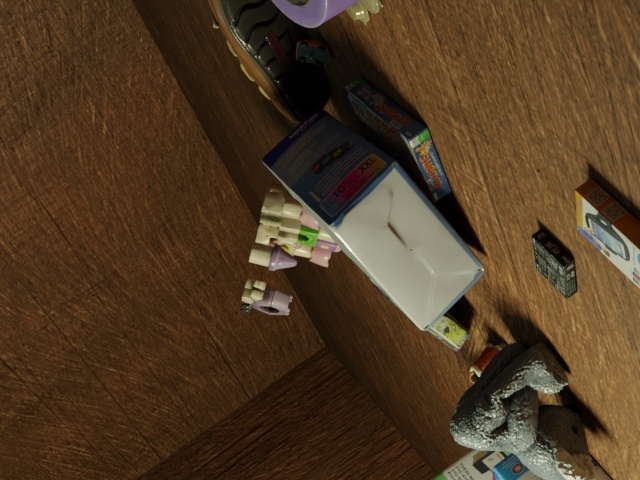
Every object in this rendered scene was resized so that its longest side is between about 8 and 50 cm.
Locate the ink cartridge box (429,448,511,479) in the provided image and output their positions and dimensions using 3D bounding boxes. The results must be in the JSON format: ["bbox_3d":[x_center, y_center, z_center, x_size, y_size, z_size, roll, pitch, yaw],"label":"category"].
[{"bbox_3d":[0.344,0.482,2.159,0.201,0.278,0.117,53,168,18],"label":"ink cartridge box"}]

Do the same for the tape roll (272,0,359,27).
[{"bbox_3d":[-0.021,-0.377,1.475,0.189,0.080,0.189,47,160,23],"label":"tape roll"}]

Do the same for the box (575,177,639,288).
[{"bbox_3d":[0.331,0.002,1.246,0.136,0.028,0.081,52,171,35],"label":"box"}]

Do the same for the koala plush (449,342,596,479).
[{"bbox_3d":[0.346,0.308,1.860,0.221,0.203,0.196,44,173,-4],"label":"koala plush"}]

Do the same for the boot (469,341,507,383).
[{"bbox_3d":[0.302,0.230,2.087,0.059,0.084,0.158,52,173,9],"label":"boot"}]

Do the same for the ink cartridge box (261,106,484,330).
[{"bbox_3d":[0.068,-0.056,1.905,0.270,0.151,0.395,48,177,-30],"label":"ink cartridge box"}]

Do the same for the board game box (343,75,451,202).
[{"bbox_3d":[0.119,-0.159,1.780,0.201,0.035,0.136,46,167,48],"label":"board game box"}]

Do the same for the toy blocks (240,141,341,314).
[{"bbox_3d":[0.000,0.000,2.350,0.260,0.309,0.288,14,160,-2],"label":"toy blocks"}]

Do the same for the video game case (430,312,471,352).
[{"bbox_3d":[0.192,0.134,2.186,0.210,0.042,0.232,38,178,8],"label":"video game case"}]

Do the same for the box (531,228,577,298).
[{"bbox_3d":[0.309,0.031,1.509,0.067,0.018,0.083,49,169,36],"label":"box"}]

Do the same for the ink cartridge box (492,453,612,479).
[{"bbox_3d":[0.423,0.441,1.992,0.203,0.148,0.086,50,169,34],"label":"ink cartridge box"}]

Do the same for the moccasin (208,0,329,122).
[{"bbox_3d":[-0.106,-0.368,1.959,0.147,0.139,0.380,35,169,43],"label":"moccasin"}]

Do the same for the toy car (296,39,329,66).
[{"bbox_3d":[-0.016,-0.347,1.877,0.040,0.060,0.122,-55,-40,-53],"label":"toy car"}]

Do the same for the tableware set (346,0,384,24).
[{"bbox_3d":[0.032,-0.360,1.559,0.141,0.020,0.168,54,170,-2],"label":"tableware set"}]
